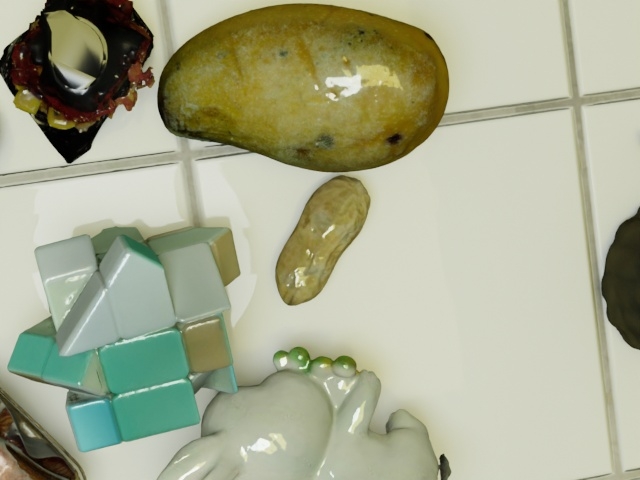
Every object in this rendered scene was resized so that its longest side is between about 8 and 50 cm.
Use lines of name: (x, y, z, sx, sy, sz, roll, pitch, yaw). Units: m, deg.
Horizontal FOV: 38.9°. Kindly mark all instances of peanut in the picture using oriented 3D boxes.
peanut: (0.000, 0.000, 1.090, 0.080, 0.080, 0.174, 30, 88, -9)

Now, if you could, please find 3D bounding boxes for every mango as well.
mango: (-0.019, -0.179, 1.042, 0.329, 0.175, 0.176, 11, 70, 10)

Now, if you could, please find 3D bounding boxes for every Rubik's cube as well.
Rubik's cube: (-0.213, 0.083, 1.003, 0.265, 0.224, 0.213, -14, 111, -9)

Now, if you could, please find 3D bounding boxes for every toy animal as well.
toy animal: (-0.025, 0.266, 1.047, 0.310, 0.183, 0.247, 25, 57, -11)

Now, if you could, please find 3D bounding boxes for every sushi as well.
sushi: (-0.265, -0.198, 1.004, 0.172, 0.150, 0.153, -37, 98, -4)

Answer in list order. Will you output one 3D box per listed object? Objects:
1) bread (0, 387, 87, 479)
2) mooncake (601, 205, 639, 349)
bread: (-0.368, 0.248, 0.994, 0.142, 0.212, 0.224, -43, 99, -7)
mooncake: (0.480, 0.053, 1.138, 0.228, 0.124, 0.228, -1, 95, -9)
